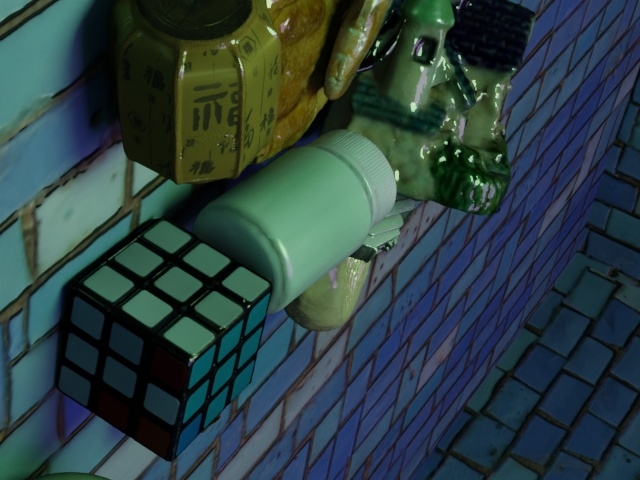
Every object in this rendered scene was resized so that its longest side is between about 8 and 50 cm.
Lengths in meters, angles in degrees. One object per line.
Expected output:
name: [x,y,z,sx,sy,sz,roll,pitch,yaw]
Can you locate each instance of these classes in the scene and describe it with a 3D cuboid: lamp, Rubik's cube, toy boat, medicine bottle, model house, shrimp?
lamp: [-0.115,-0.150,1.305,0.161,0.161,0.185,-51,161,-33]
Rubik's cube: [-0.165,0.101,1.513,0.160,0.163,0.162,-43,158,-45]
toy boat: [0.000,0.000,1.739,0.260,0.085,0.078,-18,162,-26]
medicine bottle: [-0.026,-0.024,1.603,0.225,0.139,0.139,-38,150,-41]
model house: [0.144,-0.202,1.797,0.298,0.243,0.284,-47,151,-76]
shrimp: [0.065,-0.252,1.581,0.219,0.046,0.152,-65,170,24]

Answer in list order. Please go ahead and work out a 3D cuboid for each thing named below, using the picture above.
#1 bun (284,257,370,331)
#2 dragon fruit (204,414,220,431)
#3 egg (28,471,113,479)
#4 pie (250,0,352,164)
bun: [-0.009,0.011,1.895,0.222,0.127,0.222,9,90,-74]
dragon fruit: [-0.151,0.114,1.680,0.125,0.125,0.246,8,92,-55]
egg: [-0.264,0.347,1.519,0.203,0.203,0.283,-60,165,-8]
pie: [-0.029,-0.236,1.545,0.339,0.083,0.339,-55,163,-25]
